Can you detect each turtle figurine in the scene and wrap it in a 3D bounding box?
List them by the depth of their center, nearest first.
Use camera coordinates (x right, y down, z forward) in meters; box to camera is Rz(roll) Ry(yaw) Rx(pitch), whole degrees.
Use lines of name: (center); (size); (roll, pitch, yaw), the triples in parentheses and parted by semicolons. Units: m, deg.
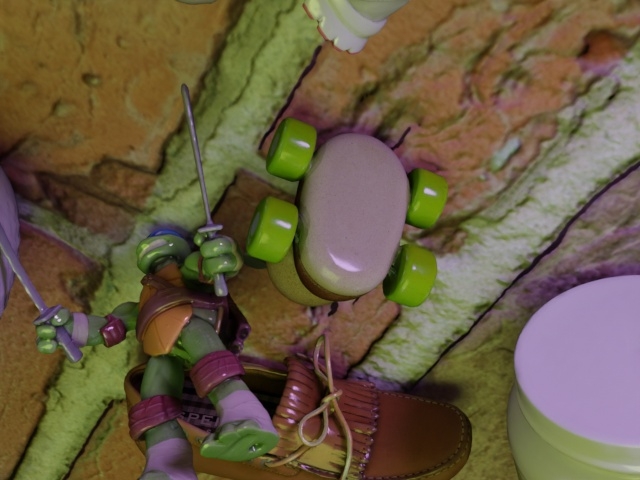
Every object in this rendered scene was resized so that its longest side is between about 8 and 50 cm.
turtle figurine: (-0.155, 0.070, 0.690); (0.197, 0.266, 0.275); (-17, 146, -10)

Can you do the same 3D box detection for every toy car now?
toy car: (0.000, 0.000, 0.742); (0.155, 0.149, 0.188); (19, 155, -15)

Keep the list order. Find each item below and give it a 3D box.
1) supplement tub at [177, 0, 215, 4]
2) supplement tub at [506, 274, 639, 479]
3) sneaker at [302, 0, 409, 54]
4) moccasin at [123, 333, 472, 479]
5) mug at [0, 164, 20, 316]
supplement tub: (0.013, -0.249, 0.397); (0.272, 0.191, 0.191); (-24, 125, -10)
supplement tub: (0.307, 0.218, 0.763); (0.235, 0.235, 0.325); (-8, 125, 17)
sneaker: (-0.002, -0.256, 0.547); (0.111, 0.103, 0.252); (-27, 125, 22)
moccasin: (-0.028, 0.188, 0.877); (0.380, 0.139, 0.147); (9, 138, 15)
mug: (-0.446, 0.064, 0.724); (0.276, 0.328, 0.374); (38, 125, -18)
